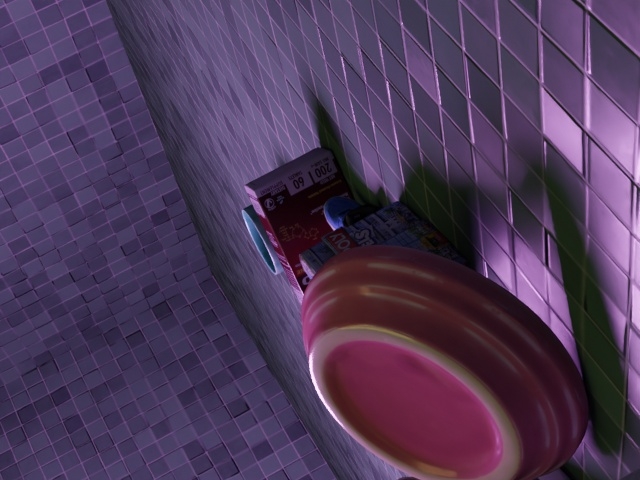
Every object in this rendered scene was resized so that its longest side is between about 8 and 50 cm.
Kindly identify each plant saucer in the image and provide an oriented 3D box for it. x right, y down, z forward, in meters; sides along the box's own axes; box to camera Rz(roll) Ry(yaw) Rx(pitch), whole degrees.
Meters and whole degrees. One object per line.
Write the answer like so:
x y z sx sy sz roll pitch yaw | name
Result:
0.114 0.153 1.337 0.332 0.084 0.332 24 143 20 | plant saucer

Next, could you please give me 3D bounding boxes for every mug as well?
-0.072 -0.029 2.228 0.158 0.097 0.129 59 170 24 | mug

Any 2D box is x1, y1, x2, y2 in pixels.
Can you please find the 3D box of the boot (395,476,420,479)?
0.175 0.452 2.043 0.189 0.076 0.208 26 -173 17 | boot

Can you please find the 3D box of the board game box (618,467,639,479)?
0.372 0.401 1.198 0.318 0.066 0.319 57 169 28 | board game box

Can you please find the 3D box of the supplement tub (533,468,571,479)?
0.180 0.420 1.502 0.228 0.316 0.228 59 170 17 | supplement tub

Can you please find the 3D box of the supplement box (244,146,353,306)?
0.000 0.000 1.846 0.239 0.130 0.073 64 170 -16 | supplement box

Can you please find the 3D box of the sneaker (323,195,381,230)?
0.049 -0.029 1.713 0.152 0.058 0.085 49 170 38 | sneaker

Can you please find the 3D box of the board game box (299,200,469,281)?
0.051 0.041 1.507 0.194 0.194 0.060 49 164 51 | board game box
